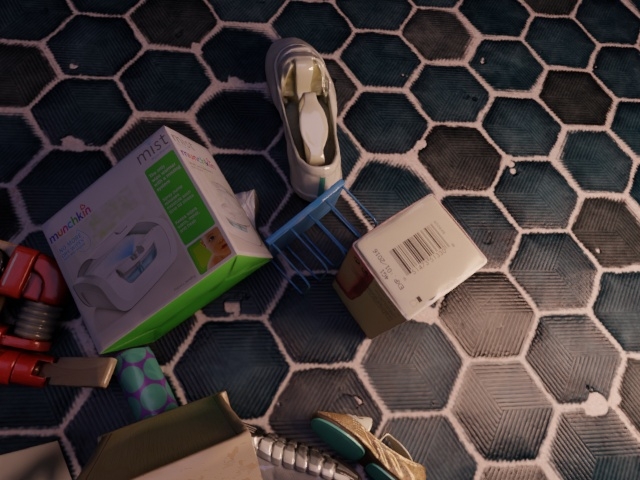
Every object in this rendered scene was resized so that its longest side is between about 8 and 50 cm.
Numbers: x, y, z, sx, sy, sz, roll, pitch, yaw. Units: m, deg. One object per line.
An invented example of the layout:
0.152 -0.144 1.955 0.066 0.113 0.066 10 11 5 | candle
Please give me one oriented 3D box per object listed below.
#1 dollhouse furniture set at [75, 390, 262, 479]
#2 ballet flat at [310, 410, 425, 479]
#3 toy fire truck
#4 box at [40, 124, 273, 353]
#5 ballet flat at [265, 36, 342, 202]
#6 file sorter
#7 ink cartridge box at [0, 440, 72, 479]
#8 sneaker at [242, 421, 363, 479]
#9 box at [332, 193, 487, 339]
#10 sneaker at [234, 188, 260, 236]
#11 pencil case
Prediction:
-0.122 0.400 0.437 0.363 0.256 0.393 -14 84 -22 | dollhouse furniture set
0.078 0.325 0.650 0.206 0.073 0.067 39 44 5 | ballet flat
-0.429 0.130 0.626 0.247 0.158 0.216 21 74 -20 | toy fire truck
-0.251 0.002 0.640 0.262 0.127 0.231 -34 77 11 | box
-0.025 -0.272 0.804 0.139 0.139 0.399 -7 72 -9 | ballet flat
0.000 0.000 0.720 0.170 0.118 0.104 -41 84 -17 | file sorter
-0.479 0.370 0.493 0.273 0.197 0.114 -23 75 -14 | ink cartridge box
-0.060 0.369 0.609 0.229 0.086 0.132 16 74 10 | sneaker
0.122 0.053 0.651 0.149 0.232 0.126 -32 77 -16 | box
-0.142 -0.020 0.749 0.061 0.053 0.152 -7 65 1 | sneaker
-0.265 0.239 0.633 0.065 0.070 0.151 -15 66 -48 | pencil case
